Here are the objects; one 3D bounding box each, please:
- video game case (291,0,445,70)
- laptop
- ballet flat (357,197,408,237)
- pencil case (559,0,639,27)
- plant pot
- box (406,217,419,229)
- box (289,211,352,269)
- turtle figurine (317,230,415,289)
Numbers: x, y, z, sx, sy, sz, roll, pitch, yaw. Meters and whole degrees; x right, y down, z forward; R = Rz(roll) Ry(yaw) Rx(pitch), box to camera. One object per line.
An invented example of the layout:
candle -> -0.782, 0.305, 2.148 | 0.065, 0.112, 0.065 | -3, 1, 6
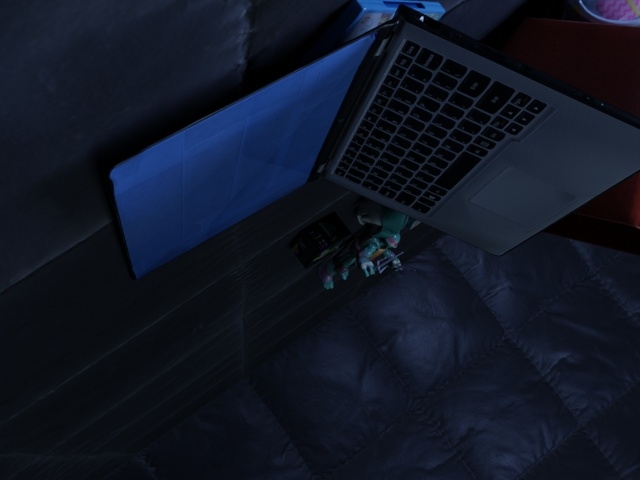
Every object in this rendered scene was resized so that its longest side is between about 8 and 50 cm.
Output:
video game case -> 0.039, -0.175, 0.724 | 0.119, 0.015, 0.166 | -42, 169, 34
laptop -> 0.041, -0.021, 0.779 | 0.382, 0.408, 0.236 | 124, -11, -72
ballet flat -> 0.111, -0.048, 1.428 | 0.087, 0.083, 0.247 | -3, 170, 0
pencil case -> 0.376, -0.299, 1.051 | 0.124, 0.113, 0.273 | 8, 177, 9
plant pot -> 0.327, -0.133, 0.993 | 0.267, 0.267, 0.235 | 17, 89, -57
box -> 0.287, -0.124, 1.753 | 0.244, 0.060, 0.100 | -34, 171, -16
box -> 0.000, 0.000, 1.342 | 0.083, 0.052, 0.062 | -32, 170, -33
turtle figurine -> 0.111, 0.035, 1.735 | 0.234, 0.118, 0.175 | -24, 165, 37
